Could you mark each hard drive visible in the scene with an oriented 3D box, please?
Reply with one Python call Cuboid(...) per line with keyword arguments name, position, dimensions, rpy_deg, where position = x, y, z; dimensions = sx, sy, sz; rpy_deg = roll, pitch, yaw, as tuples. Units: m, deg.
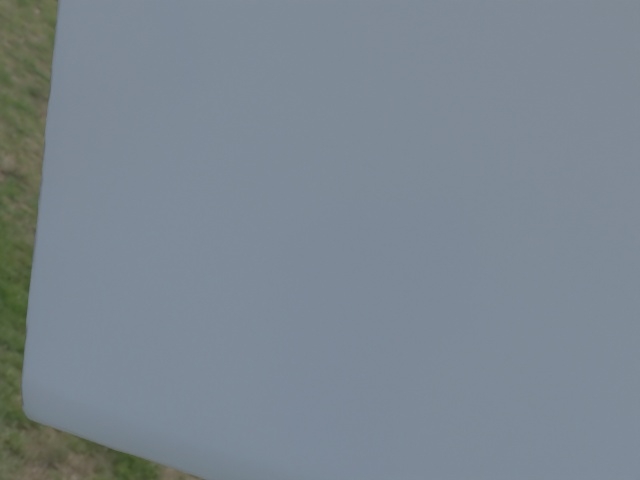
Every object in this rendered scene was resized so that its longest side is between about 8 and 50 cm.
Cuboid(name="hard drive", position=(0.068, -0.011, 0.326), dimensions=(0.353, 0.233, 0.047), rpy_deg=(12, 10, 23))
